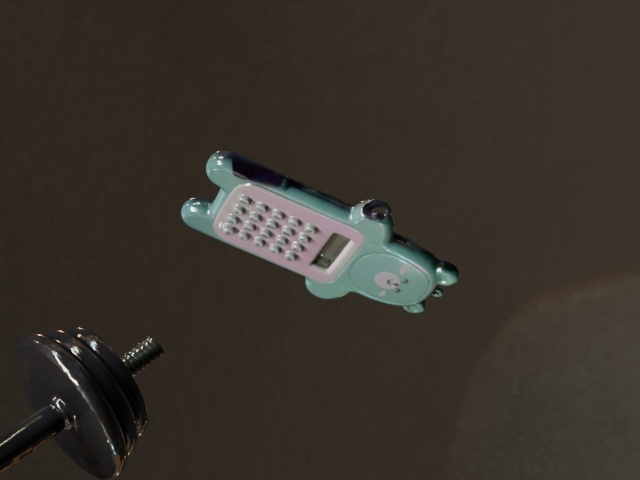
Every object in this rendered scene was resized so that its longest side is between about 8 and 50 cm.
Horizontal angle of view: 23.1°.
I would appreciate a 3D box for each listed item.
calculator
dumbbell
[{"bbox_3d":[0.000,0.000,0.800,0.141,0.094,0.019,23,-123,-8],"label":"calculator"},{"bbox_3d":[-0.173,0.116,0.894,0.208,0.099,0.099,-35,-67,-29],"label":"dumbbell"}]
